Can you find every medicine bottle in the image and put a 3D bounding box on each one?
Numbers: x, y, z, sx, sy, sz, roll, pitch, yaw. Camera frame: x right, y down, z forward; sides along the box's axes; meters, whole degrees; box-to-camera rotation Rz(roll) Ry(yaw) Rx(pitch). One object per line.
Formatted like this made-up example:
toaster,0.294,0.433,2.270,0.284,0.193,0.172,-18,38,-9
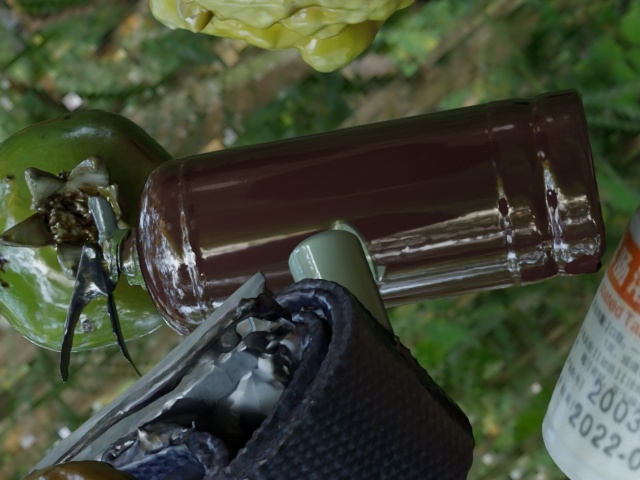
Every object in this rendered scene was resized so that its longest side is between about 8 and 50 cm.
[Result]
medicine bottle,0.243,0.042,1.167,0.144,0.252,0.144,19,-156,-9

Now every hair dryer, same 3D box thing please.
hair dryer,-0.005,0.055,0.962,0.038,0.124,0.063,-1,-127,-28

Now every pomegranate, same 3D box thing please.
pomegranate,-0.171,-0.009,1.377,0.181,0.181,0.224,50,171,-2

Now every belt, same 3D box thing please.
belt,-0.055,0.115,0.839,0.126,0.230,0.139,45,-171,-30

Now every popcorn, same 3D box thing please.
popcorn,-0.029,-0.183,1.016,0.197,0.197,0.155,51,149,8

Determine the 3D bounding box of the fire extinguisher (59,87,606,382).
fire extinguisher,0.000,0.000,1.158,0.114,0.337,0.135,53,-151,-76

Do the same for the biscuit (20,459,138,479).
biscuit,-0.063,0.161,0.592,0.027,0.188,0.188,-9,-133,-33
